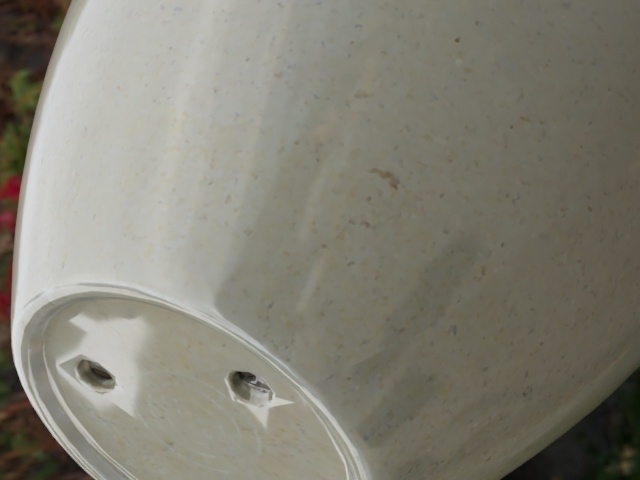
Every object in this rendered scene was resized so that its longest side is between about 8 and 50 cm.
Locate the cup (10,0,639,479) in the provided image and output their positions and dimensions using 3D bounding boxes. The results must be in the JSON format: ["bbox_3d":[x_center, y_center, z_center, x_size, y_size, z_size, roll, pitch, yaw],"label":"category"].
[{"bbox_3d":[0.000,0.000,0.773,0.237,0.331,0.331,-57,-44,-38],"label":"cup"}]
